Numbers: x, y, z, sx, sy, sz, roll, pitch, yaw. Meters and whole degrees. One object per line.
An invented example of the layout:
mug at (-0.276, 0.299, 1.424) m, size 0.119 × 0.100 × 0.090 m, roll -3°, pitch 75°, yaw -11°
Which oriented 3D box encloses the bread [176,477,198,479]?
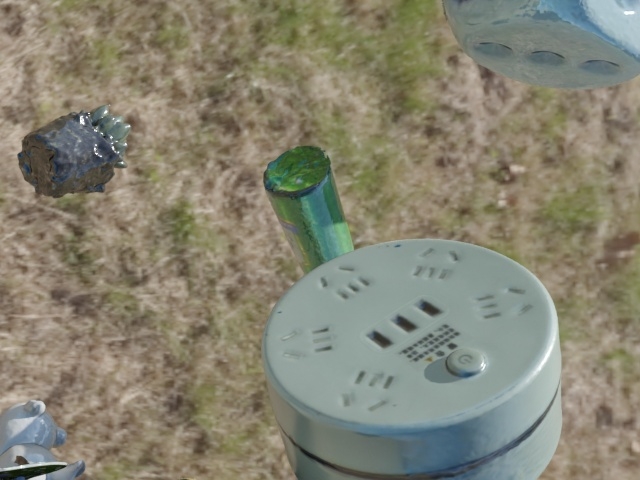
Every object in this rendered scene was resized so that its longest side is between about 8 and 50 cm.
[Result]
bread at (-0.272, 0.535, 2.066) m, size 0.053 × 0.072 × 0.106 m, roll 44°, pitch 50°, yaw -59°

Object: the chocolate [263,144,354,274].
chocolate at (0.000, 0.000, 1.538) m, size 0.110 × 0.110 × 0.291 m, roll -53°, pitch 141°, yaw -31°

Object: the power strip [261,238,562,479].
power strip at (0.099, 0.146, 1.179) m, size 0.357 × 0.357 × 0.161 m, roll -42°, pitch 134°, yaw -36°

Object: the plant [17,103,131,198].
plant at (-0.416, -0.152, 1.775) m, size 0.194 × 0.129 × 0.132 m, roll -29°, pitch 74°, yaw -43°

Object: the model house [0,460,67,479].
model house at (-0.306, 0.259, 0.904) m, size 0.117 × 0.167 × 0.088 m, roll 13°, pitch 60°, yaw -58°

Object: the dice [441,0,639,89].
dice at (0.360, -0.389, 1.507) m, size 0.268 × 0.262 × 0.265 m, roll 20°, pitch 80°, yaw -34°

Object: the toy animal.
toy animal at (-0.345, 0.258, 1.169) m, size 0.131 × 0.182 × 0.127 m, roll 3°, pitch 115°, yaw -23°
